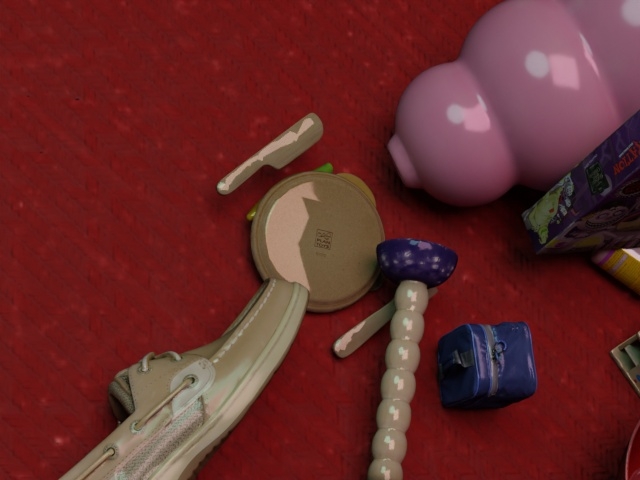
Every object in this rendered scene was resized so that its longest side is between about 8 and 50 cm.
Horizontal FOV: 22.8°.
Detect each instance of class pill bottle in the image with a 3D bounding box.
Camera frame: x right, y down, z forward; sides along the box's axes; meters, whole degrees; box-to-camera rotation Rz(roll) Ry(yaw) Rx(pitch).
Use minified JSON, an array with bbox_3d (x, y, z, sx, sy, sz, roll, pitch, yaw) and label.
[{"bbox_3d":[0.291,0.024,1.448,0.083,0.043,0.043,36,62,-1],"label":"pill bottle"}]

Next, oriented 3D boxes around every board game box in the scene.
[{"bbox_3d":[0.371,-0.061,1.383,0.347,0.208,0.056,-4,61,-30],"label":"board game box"}]

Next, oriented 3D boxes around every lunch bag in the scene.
[{"bbox_3d":[0.136,0.106,1.334,0.065,0.098,0.067,-2,74,-16],"label":"lunch bag"}]

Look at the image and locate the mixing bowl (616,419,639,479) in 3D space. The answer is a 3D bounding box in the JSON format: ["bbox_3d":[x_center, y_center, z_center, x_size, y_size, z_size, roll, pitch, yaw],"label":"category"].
[{"bbox_3d":[0.319,0.223,1.345,0.181,0.098,0.181,7,66,-16],"label":"mixing bowl"}]

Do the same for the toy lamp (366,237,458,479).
[{"bbox_3d":[0.060,0.137,1.298,0.080,0.080,0.275,12,71,-13],"label":"toy lamp"}]

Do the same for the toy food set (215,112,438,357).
[{"bbox_3d":[0.000,0.000,1.373,0.132,0.038,0.192,-36,93,-21],"label":"toy food set"}]

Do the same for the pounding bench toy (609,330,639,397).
[{"bbox_3d":[0.315,0.092,1.415,0.083,0.065,0.052,-28,79,-26],"label":"pounding bench toy"}]

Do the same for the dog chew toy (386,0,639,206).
[{"bbox_3d":[0.215,-0.136,1.391,0.332,0.206,0.206,-27,77,1],"label":"dog chew toy"}]

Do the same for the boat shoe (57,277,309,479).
[{"bbox_3d":[-0.120,0.132,1.239,0.098,0.109,0.302,39,68,-1],"label":"boat shoe"}]
